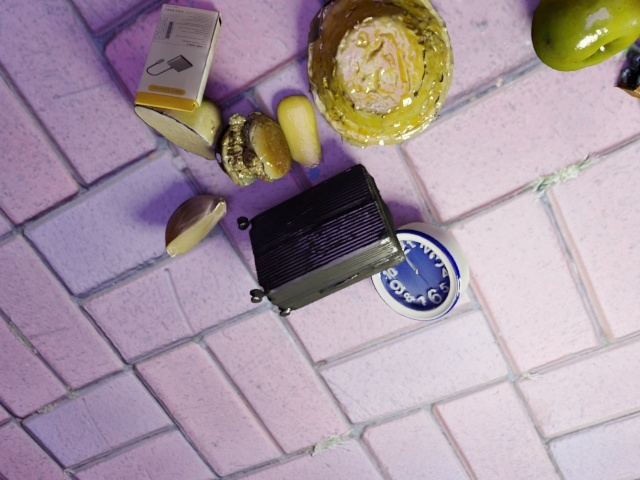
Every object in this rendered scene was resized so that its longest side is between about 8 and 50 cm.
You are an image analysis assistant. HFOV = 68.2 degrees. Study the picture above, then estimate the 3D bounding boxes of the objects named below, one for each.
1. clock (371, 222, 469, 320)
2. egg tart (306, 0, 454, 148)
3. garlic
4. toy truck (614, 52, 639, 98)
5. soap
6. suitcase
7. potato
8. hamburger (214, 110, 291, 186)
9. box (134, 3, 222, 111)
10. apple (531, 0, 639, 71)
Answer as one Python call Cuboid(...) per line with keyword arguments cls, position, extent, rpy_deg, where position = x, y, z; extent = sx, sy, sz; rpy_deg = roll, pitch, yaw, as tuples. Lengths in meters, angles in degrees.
Cuboid(cls="clock", position=(0.233, 0.074, 1.126), extent=(0.230, 0.083, 0.230), rpy_deg=(19, 122, 34))
Cuboid(cls="egg tart", position=(0.120, -0.360, 0.978), extent=(0.342, 0.132, 0.341), rpy_deg=(2, 111, 5))
Cuboid(cls="garlic", position=(-0.307, -0.052, 1.167), extent=(0.196, 0.101, 0.087), rpy_deg=(-37, 136, 12))
Cuboid(cls="toy truck", position=(0.709, -0.356, 0.948), extent=(0.115, 0.080, 0.177), rpy_deg=(30, 114, -12))
Cuboid(cls="soap", position=(-0.049, -0.249, 1.094), extent=(0.089, 0.033, 0.168), rpy_deg=(-5, 112, 14))
Cuboid(cls="suitcase", position=(0.000, 0.000, 1.074), extent=(0.335, 0.229, 0.152), rpy_deg=(-26, 148, 15))
Cuboid(cls="potato", position=(-0.295, -0.280, 1.060), extent=(0.202, 0.182, 0.117), rpy_deg=(24, 80, 18))
Cuboid(cls="hamburger", position=(-0.143, -0.209, 1.042), extent=(0.131, 0.159, 0.185), rpy_deg=(-6, 145, 27))
Cuboid(cls="box", position=(-0.295, -0.378, 0.989), extent=(0.129, 0.033, 0.247), rpy_deg=(10, 74, 1))
Cuboid(cls="apple", position=(0.500, -0.416, 0.890), extent=(0.196, 0.196, 0.156), rpy_deg=(-26, 73, 15))
